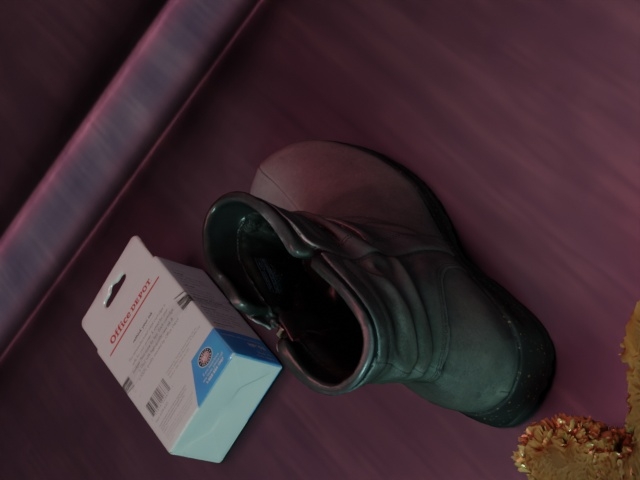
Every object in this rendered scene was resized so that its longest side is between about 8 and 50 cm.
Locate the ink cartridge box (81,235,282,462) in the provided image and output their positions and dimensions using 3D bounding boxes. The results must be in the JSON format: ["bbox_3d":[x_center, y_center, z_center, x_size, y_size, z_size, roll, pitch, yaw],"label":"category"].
[{"bbox_3d":[-0.120,0.087,1.379,0.104,0.060,0.180,-57,46,16],"label":"ink cartridge box"}]

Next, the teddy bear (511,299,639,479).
[{"bbox_3d":[0.213,0.199,0.995,0.245,0.113,0.338,10,91,53],"label":"teddy bear"}]

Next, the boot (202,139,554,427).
[{"bbox_3d":[0.000,0.000,1.171,0.338,0.222,0.118,39,106,44],"label":"boot"}]
